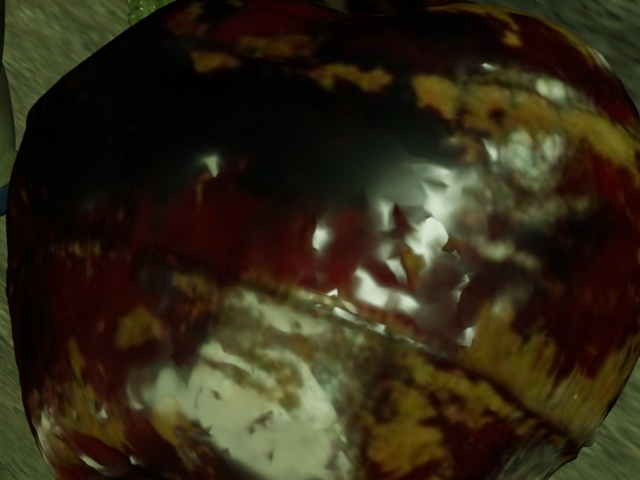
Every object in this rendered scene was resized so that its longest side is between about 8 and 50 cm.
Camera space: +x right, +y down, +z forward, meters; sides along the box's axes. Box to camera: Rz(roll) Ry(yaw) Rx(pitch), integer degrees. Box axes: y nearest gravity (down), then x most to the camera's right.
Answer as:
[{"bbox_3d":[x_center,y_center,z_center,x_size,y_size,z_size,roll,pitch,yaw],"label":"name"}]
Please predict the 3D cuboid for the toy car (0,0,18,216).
[{"bbox_3d":[-0.217,-0.184,0.631,0.336,0.226,0.242,54,153,16],"label":"toy car"}]

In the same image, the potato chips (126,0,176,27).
[{"bbox_3d":[-0.080,-0.088,0.825,0.092,0.028,0.207,38,149,22],"label":"potato chips"}]

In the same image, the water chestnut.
[{"bbox_3d":[0.000,0.000,0.589,0.289,0.289,0.244,-9,113,58],"label":"water chestnut"}]
